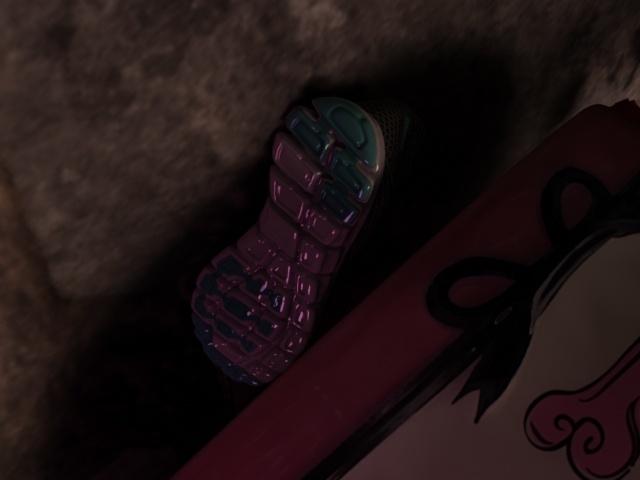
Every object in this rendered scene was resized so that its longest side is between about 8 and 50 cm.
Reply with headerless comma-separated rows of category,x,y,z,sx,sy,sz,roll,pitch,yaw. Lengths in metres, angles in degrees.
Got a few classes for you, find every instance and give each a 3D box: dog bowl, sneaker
dog bowl,0.063,0.097,0.902,0.408,0.150,0.408,-43,176,-4
sneaker,0.000,0.000,0.833,0.076,0.065,0.166,-26,155,-51

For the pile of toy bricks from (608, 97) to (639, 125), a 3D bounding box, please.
pile of toy bricks,0.236,-0.077,0.973,0.118,0.105,0.212,-28,-177,-21
